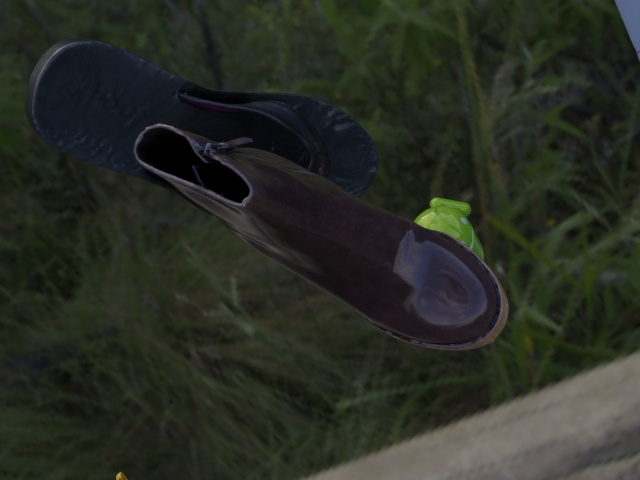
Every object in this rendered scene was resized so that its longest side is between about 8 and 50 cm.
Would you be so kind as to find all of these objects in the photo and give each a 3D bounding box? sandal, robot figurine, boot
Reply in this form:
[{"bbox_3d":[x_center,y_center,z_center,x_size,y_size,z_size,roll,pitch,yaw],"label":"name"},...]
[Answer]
[{"bbox_3d":[-0.115,-0.103,1.666,0.107,0.445,0.168,31,106,57],"label":"sandal"},{"bbox_3d":[0.128,0.007,1.498,0.067,0.115,0.101,-5,66,17],"label":"robot figurine"},{"bbox_3d":[0.000,0.000,1.072,0.248,0.207,0.090,29,94,31],"label":"boot"}]

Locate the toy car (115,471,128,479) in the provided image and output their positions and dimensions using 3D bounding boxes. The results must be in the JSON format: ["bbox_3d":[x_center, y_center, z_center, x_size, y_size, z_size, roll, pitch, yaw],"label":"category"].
[{"bbox_3d":[-0.199,0.293,1.451,0.060,0.122,0.040,-15,23,18],"label":"toy car"}]

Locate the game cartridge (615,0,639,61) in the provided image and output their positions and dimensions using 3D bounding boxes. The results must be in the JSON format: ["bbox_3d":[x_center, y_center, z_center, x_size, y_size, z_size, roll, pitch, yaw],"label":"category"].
[{"bbox_3d":[0.324,-0.264,1.213,0.198,0.297,0.062,-14,26,30],"label":"game cartridge"}]
